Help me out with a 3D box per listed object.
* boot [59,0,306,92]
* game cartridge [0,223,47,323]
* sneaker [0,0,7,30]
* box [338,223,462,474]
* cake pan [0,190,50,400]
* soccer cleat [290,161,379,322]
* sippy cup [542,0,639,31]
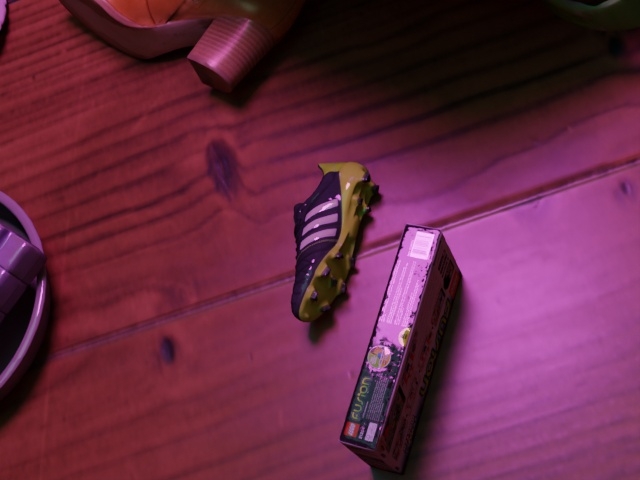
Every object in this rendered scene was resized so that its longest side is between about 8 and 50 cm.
[{"bbox_3d":[-0.148,-0.304,1.305,0.295,0.104,0.211,28,73,20],"label":"boot"},{"bbox_3d":[-0.484,0.024,1.225,0.355,0.068,0.230,30,83,25],"label":"game cartridge"},{"bbox_3d":[-0.465,-0.343,1.397,0.107,0.118,0.279,-24,63,7],"label":"sneaker"},{"bbox_3d":[0.077,0.101,1.050,0.036,0.114,0.207,12,71,21],"label":"box"},{"bbox_3d":[-0.419,0.076,1.244,0.293,0.054,0.293,-6,67,14],"label":"cake pan"},{"bbox_3d":[0.000,0.000,1.152,0.072,0.060,0.179,8,64,30],"label":"soccer cleat"},{"bbox_3d":[0.333,-0.364,1.119,0.305,0.240,0.224,-25,50,-19],"label":"sippy cup"}]
